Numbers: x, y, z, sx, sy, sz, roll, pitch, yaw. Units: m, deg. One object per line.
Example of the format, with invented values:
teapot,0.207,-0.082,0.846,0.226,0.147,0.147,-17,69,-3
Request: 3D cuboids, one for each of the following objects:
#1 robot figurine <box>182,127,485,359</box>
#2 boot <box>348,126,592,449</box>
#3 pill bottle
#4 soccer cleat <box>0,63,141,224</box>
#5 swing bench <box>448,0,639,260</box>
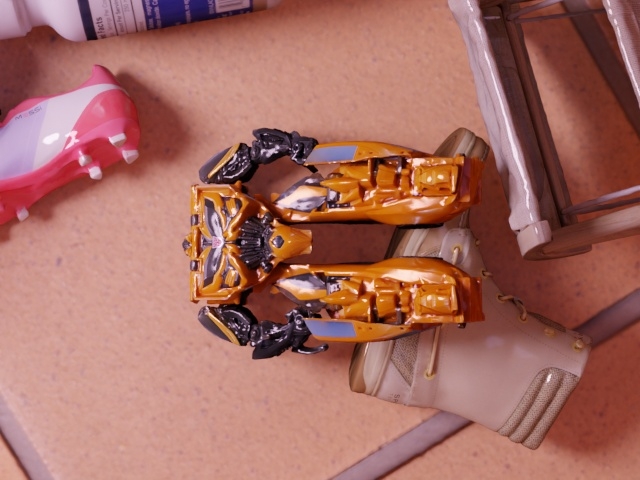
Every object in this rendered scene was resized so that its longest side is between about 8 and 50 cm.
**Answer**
robot figurine,0.000,0.000,1.381,0.291,0.085,0.211,-2,86,25
boot,0.159,0.046,1.443,0.203,0.095,0.262,20,91,-5
pill bottle,-0.172,-0.259,1.379,0.264,0.153,0.153,-10,92,-5
soccer cleat,-0.281,-0.073,1.420,0.248,0.083,0.095,-25,64,0
swing bench,0.259,-0.130,1.398,0.254,0.165,0.253,-13,81,-2
